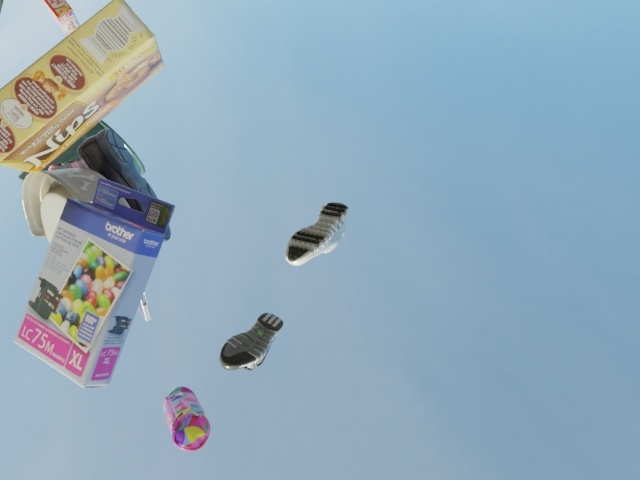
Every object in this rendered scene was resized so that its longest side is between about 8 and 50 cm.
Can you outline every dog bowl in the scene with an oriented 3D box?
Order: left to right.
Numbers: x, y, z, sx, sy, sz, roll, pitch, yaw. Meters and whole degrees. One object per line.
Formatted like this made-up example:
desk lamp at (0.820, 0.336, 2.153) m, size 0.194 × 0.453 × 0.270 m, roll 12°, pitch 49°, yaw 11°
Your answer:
dog bowl at (-0.525, -0.006, 1.154) m, size 0.348 × 0.349 × 0.102 m, roll 18°, pitch -144°, yaw 33°

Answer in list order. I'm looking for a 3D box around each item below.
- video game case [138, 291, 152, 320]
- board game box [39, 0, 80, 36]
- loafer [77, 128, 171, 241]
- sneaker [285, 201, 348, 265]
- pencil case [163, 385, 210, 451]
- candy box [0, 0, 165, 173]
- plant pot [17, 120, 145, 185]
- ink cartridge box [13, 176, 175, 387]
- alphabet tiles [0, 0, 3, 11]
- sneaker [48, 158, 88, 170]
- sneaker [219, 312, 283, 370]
video game case at (-0.662, 0.120, 1.777) m, size 0.025 × 0.285 × 0.204 m, roll -24°, pitch -138°, yaw -30°
board game box at (-0.692, -0.625, 1.288) m, size 0.045 × 0.193 × 0.147 m, roll -39°, pitch -172°, yaw -12°
loafer at (-0.477, -0.119, 1.250) m, size 0.095 × 0.302 × 0.109 m, roll -23°, pitch -162°, yaw 10°
sneaker at (0.000, 0.000, 1.558) m, size 0.110 × 0.118 × 0.292 m, roll 18°, pitch -138°, yaw 29°
pencil case at (-0.357, 0.463, 1.342) m, size 0.104 × 0.104 × 0.236 m, roll -39°, pitch -165°, yaw -18°
candy box at (-0.417, -0.250, 0.861) m, size 0.316 × 0.087 × 0.183 m, roll -42°, pitch -170°, yaw -7°
plant pot at (-0.904, -0.258, 1.911) m, size 0.341 × 0.341 × 0.334 m, roll 23°, pitch -115°, yaw 35°
ink cartridge box at (-0.372, 0.057, 0.834) m, size 0.186 × 0.065 × 0.311 m, roll 20°, pitch -93°, yaw 25°
alphabet tiles at (-0.685, -0.519, 0.977) m, size 0.011 × 0.342 × 0.285 m, roll 17°, pitch -174°, yaw -7°
sneaker at (-0.677, -0.199, 1.435) m, size 0.131 × 0.112 × 0.319 m, roll 30°, pitch -137°, yaw -10°
sneaker at (-0.170, 0.276, 1.216) m, size 0.086 × 0.132 × 0.228 m, roll 31°, pitch -152°, yaw 15°
